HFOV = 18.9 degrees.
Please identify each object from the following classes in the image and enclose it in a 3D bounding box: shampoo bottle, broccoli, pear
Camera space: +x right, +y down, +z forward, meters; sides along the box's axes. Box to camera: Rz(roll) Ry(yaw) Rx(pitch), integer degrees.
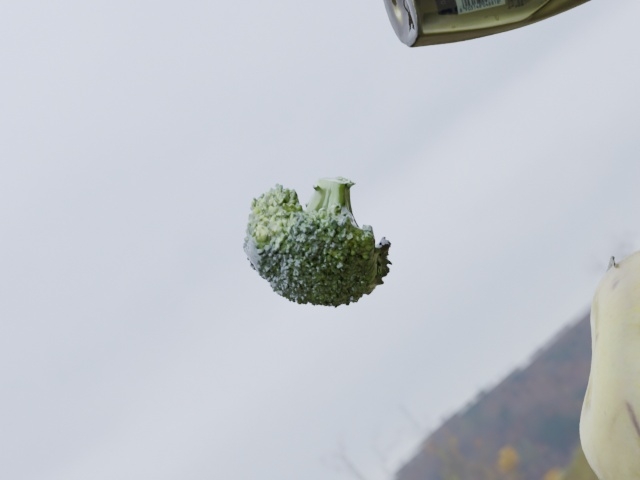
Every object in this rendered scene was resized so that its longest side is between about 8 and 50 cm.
[{"bbox_3d":[0.253,-0.340,2.489,0.350,0.125,0.084,-17,-10,-22],"label":"shampoo bottle"},{"bbox_3d":[-0.001,0.003,2.532,0.226,0.198,0.176,-38,-34,-58],"label":"broccoli"},{"bbox_3d":[0.367,0.137,1.658,0.309,0.309,0.309,-40,-10,-8],"label":"pear"}]
